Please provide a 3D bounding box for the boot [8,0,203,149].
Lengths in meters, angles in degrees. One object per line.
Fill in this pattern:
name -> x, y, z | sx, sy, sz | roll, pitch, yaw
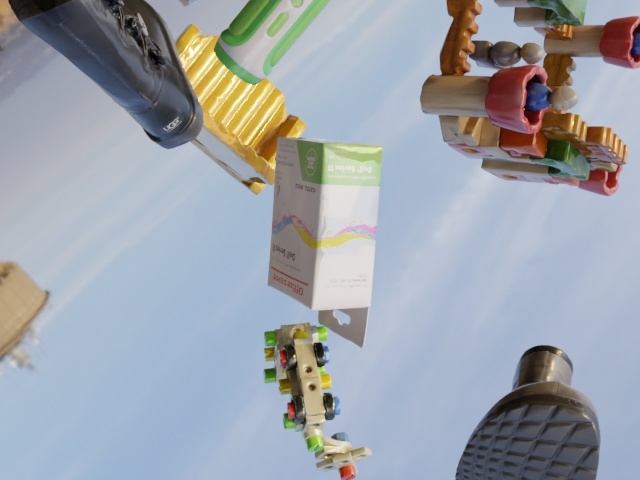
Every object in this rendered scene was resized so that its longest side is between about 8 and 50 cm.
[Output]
boot -> -0.373, -0.371, 1.409 | 0.146, 0.367, 0.445 | -39, 156, 4

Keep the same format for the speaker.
speaker -> -0.072, -0.443, 1.704 | 0.296, 0.131, 0.131 | -47, -165, 18

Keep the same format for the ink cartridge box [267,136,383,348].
ink cartridge box -> 0.000, 0.000, 1.576 | 0.119, 0.353, 0.207 | 0, -171, -26

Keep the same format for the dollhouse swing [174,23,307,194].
dollhouse swing -> -0.183, -0.304, 1.934 | 0.315, 0.347, 0.305 | -57, -161, -21

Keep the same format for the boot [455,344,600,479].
boot -> 0.212, 0.186, 0.906 | 0.338, 0.118, 0.222 | 95, 17, -48

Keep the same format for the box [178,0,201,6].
box -> -0.329, -0.658, 1.819 | 0.058, 0.322, 0.232 | -19, -176, 4

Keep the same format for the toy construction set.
toy construction set -> -0.022, 0.289, 1.655 | 0.151, 0.327, 0.215 | -17, 150, -20

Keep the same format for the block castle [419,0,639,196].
block castle -> 0.346, -0.247, 1.284 | 0.213, 0.453, 0.303 | 10, -95, 34
